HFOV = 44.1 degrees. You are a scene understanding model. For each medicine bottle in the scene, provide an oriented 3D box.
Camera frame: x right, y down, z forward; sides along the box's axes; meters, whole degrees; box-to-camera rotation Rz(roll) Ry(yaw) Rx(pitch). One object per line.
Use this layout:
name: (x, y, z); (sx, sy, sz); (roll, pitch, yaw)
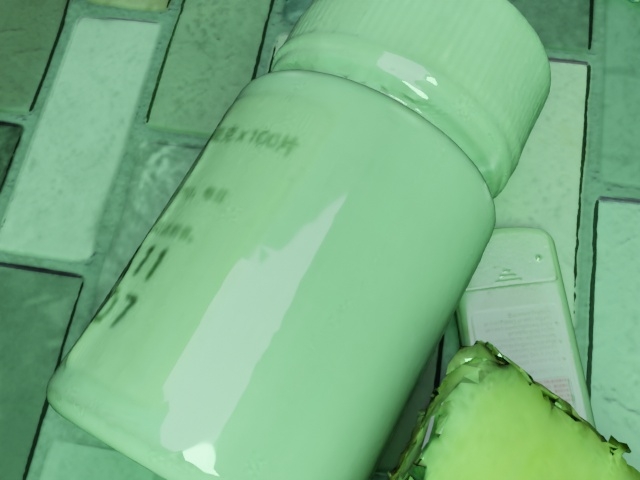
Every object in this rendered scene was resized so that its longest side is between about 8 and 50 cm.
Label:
medicine bottle: (0.000, 0.000, 0.550); (0.211, 0.211, 0.371); (25, 70, 14)

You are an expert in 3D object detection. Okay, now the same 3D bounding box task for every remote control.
remote control: (0.150, 0.081, 0.600); (0.088, 0.029, 0.190); (-8, 69, 1)

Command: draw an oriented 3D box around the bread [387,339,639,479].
bread: (0.138, 0.237, 0.407); (0.315, 0.279, 0.248); (22, 69, 20)
